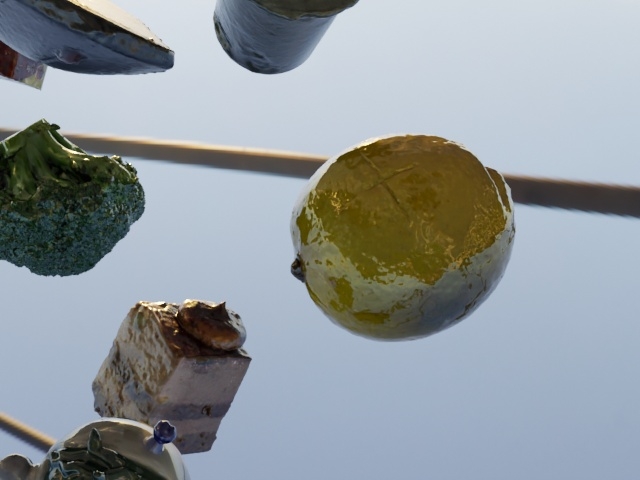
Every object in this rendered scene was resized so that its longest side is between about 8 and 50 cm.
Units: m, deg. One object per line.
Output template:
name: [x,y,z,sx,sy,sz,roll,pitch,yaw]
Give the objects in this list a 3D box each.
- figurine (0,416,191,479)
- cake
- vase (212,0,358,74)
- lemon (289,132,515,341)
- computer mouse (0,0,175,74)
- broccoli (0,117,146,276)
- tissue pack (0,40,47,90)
figurine: [-0.291,0.337,1.206,0.261,0.382,0.186,18,-122,-25]
cake: [-0.262,0.231,1.752,0.198,0.293,0.196,12,-155,-42]
vase: [-0.063,-0.392,1.454,0.245,0.291,0.245,3,-102,-14]
lemon: [0.110,-0.005,1.286,0.297,0.297,0.297,5,-145,-4]
computer mouse: [-0.251,-0.205,0.917,0.168,0.087,0.295,23,-170,-32]
broccoli: [-0.405,-0.067,1.462,0.245,0.265,0.294,55,-141,-2]
tissue pack: [-0.418,-0.291,1.283,0.106,0.149,0.099,16,-179,13]
